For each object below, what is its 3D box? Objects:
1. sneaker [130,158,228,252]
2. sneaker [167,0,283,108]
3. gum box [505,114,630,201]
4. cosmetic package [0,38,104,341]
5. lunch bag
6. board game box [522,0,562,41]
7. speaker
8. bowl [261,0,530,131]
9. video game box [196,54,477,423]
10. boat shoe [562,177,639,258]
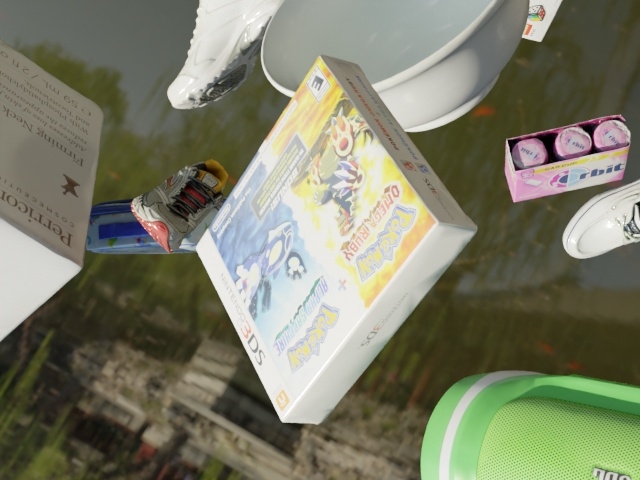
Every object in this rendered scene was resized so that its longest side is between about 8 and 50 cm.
[{"bbox_3d":[-0.187,-0.059,1.466,0.088,0.093,0.225,49,-160,-12],"label":"sneaker"},{"bbox_3d":[-0.128,-0.273,1.408,0.115,0.232,0.090,49,-162,12],"label":"sneaker"},{"bbox_3d":[0.387,-0.127,1.680,0.188,0.062,0.107,-12,155,3],"label":"gum box"},{"bbox_3d":[-0.562,-0.078,1.618,0.329,0.327,0.394,35,-150,-31],"label":"cosmetic package"},{"bbox_3d":[-0.255,-0.023,1.719,0.219,0.090,0.176,-4,179,26],"label":"lunch bag"},{"bbox_3d":[0.302,-0.433,1.418,0.053,0.305,0.193,14,139,-6],"label":"board game box"},{"bbox_3d":[0.209,0.159,0.672,0.296,0.131,0.131,5,153,46],"label":"speaker"},{"bbox_3d":[0.097,-0.208,1.111,0.298,0.298,0.134,15,152,47],"label":"bowl"},{"bbox_3d":[0.000,0.000,0.797,0.048,0.205,0.187,7,-141,-42],"label":"video game box"},{"bbox_3d":[0.448,-0.039,1.550,0.083,0.226,0.076,43,-156,-19],"label":"boat shoe"}]
